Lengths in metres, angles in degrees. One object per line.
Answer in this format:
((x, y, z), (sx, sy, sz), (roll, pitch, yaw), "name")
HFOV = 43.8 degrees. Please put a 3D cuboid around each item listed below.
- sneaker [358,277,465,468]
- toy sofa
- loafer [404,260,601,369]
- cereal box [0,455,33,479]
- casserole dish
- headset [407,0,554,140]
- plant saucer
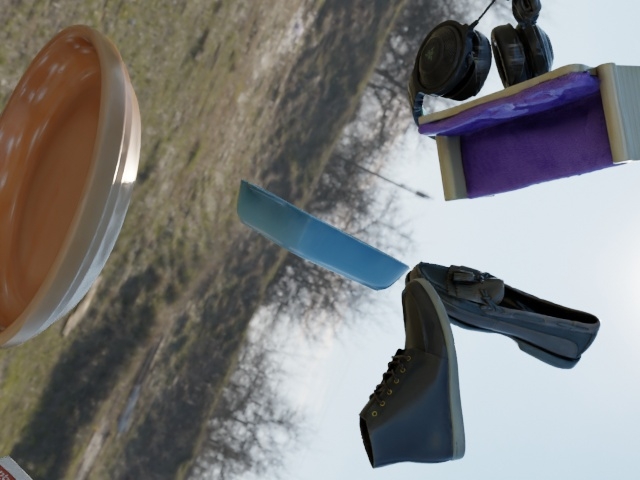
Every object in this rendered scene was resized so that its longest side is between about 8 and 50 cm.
((0.098, 0.159, 0.950), (0.083, 0.118, 0.222), (129, -47, -77), "sneaker")
((0.334, -0.163, 1.280), (0.362, 0.177, 0.150), (-12, -94, 52), "toy sofa")
((0.248, 0.081, 1.074), (0.096, 0.267, 0.084), (-74, -170, -53), "loafer")
((-0.391, 0.300, 0.788), (0.173, 0.240, 0.047), (19, -69, 43), "cereal box")
((0.000, 0.000, 0.701), (0.114, 0.188, 0.037), (30, -87, 42), "casserole dish")
((0.286, -0.288, 1.336), (0.394, 0.243, 0.185), (95, -13, -55), "headset")
((-0.164, -0.031, 0.482), (0.200, 0.037, 0.200), (-23, -122, 44), "plant saucer")
